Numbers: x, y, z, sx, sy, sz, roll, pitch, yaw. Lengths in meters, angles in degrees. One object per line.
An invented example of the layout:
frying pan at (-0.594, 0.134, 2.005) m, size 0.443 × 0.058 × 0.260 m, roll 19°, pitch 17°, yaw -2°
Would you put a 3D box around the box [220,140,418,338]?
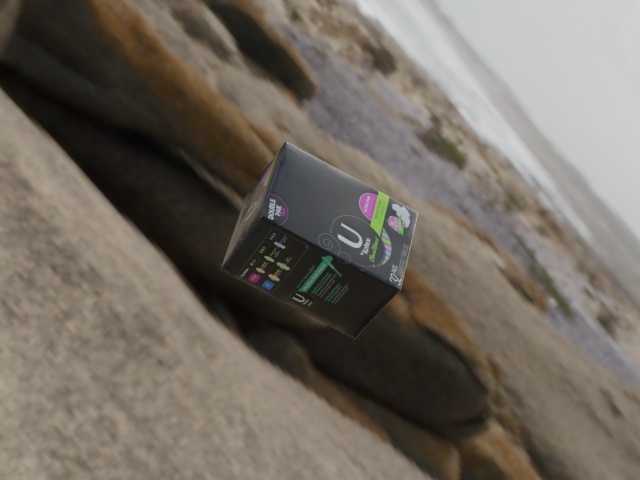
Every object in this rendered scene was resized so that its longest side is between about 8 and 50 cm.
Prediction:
box at (0.000, 0.000, 0.698) m, size 0.083 × 0.052 × 0.062 m, roll 28°, pitch 44°, yaw -11°
